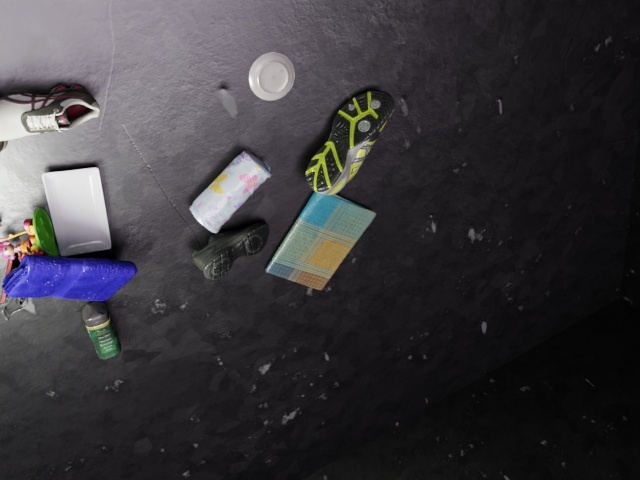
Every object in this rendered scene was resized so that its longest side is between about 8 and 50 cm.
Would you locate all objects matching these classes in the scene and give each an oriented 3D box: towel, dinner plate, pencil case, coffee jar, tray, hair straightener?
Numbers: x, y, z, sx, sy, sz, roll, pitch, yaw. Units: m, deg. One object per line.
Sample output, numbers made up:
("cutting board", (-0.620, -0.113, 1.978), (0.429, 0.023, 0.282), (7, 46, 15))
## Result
("towel", (0.000, 0.000, 1.989), (0.272, 0.040, 0.370), (23, 110, -35))
("dinner plate", (-0.140, -0.475, 1.617), (0.141, 0.017, 0.141), (-14, 126, -20))
("pencil case", (-0.274, -0.148, 1.701), (0.273, 0.113, 0.124), (-46, 138, 7))
("towel", (-0.711, 0.114, 1.581), (0.308, 0.076, 0.228), (6, 155, -43))
("coffee jar", (-0.701, 0.286, 1.779), (0.079, 0.096, 0.184), (-18, 128, -19))
("tray", (-0.691, -0.083, 1.584), (0.145, 0.030, 0.270), (-10, 125, -22))
("hair straightener", (-0.881, 0.141, 1.623), (0.089, 0.047, 0.230), (11, 115, -32))

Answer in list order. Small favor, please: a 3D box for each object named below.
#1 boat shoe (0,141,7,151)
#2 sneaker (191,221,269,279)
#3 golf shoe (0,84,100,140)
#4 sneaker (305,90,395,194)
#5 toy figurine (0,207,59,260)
("boat shoe", (-0.819, -0.327, 1.317), (0.103, 0.092, 0.285), (-12, 125, -20))
("sneaker", (-0.290, 0.007, 1.801), (0.286, 0.130, 0.109), (-32, 140, -34))
("golf shoe", (-0.675, -0.306, 1.343), (0.273, 0.120, 0.105), (-31, 136, -30))
("sneaker", (0.099, -0.315, 1.792), (0.384, 0.145, 0.147), (-51, 159, 7))
("toy figurine", (-0.830, 0.006, 1.526), (0.159, 0.130, 0.173), (-11, 123, -7))
